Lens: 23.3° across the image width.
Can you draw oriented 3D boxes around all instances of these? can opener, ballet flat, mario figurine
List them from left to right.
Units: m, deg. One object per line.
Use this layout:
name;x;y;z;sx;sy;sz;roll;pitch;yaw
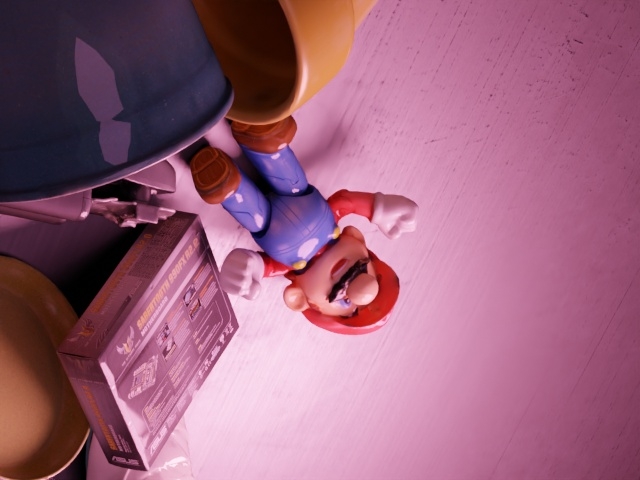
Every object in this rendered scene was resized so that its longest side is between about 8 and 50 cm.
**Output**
can opener;-0.271;-0.066;1.607;0.283;0.076;0.095;13;76;-42
ballet flat;-0.212;0.329;1.843;0.139;0.139;0.400;-3;118;-37
mario figurine;0.000;0.000;1.769;0.198;0.170;0.320;-23;130;21

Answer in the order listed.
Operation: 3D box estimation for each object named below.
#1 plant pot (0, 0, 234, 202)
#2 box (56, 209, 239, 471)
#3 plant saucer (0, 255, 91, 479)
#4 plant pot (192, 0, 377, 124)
plant pot;-0.243;-0.209;1.403;0.272;0.272;0.255;-27;116;-22
box;-0.183;0.108;1.706;0.231;0.056;0.183;-59;145;-38
plant saucer;-0.330;0.135;1.610;0.037;0.240;0.241;-18;149;32
plant pot;-0.038;-0.282;1.532;0.239;0.254;0.254;-43;137;-31
